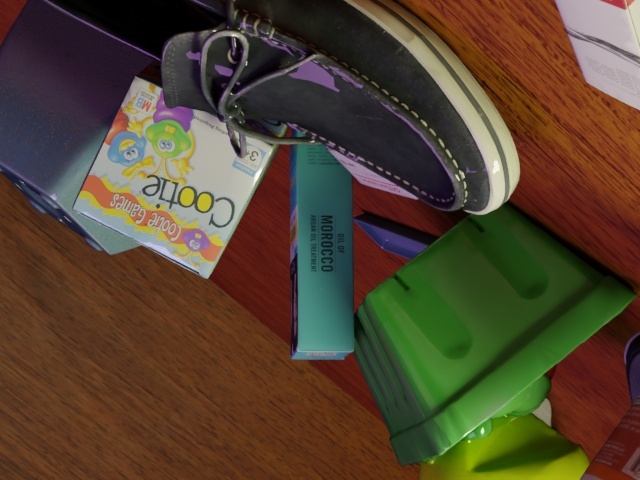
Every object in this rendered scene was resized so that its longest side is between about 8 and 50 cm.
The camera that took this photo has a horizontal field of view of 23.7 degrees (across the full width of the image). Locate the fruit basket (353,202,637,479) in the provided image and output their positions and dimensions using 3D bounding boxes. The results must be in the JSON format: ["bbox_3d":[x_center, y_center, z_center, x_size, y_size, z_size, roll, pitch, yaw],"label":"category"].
[{"bbox_3d":[0.192,0.179,1.568,0.392,0.283,0.392,51,171,12],"label":"fruit basket"}]

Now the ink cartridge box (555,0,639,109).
[{"bbox_3d":[0.168,-0.141,0.776,0.056,0.099,0.135,31,167,33],"label":"ink cartridge box"}]

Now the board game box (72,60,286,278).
[{"bbox_3d":[-0.119,-0.094,1.483,0.144,0.142,0.275,27,-163,-3],"label":"board game box"}]

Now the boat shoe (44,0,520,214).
[{"bbox_3d":[-0.061,-0.160,1.271,0.500,0.156,0.187,36,158,9],"label":"boat shoe"}]

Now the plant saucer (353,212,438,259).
[{"bbox_3d":[0.112,0.006,1.836,0.067,0.018,0.192,44,169,-32],"label":"plant saucer"}]

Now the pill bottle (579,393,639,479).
[{"bbox_3d":[0.315,0.150,1.231,0.121,0.216,0.121,37,170,8],"label":"pill bottle"}]

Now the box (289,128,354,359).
[{"bbox_3d":[0.000,0.000,1.600,0.060,0.244,0.100,1,171,-5],"label":"box"}]

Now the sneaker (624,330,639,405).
[{"bbox_3d":[0.323,0.197,1.386,0.153,0.101,0.269,11,-125,-49],"label":"sneaker"}]

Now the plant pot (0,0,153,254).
[{"bbox_3d":[-0.243,-0.137,1.755,0.247,0.252,0.248,32,168,33],"label":"plant pot"}]

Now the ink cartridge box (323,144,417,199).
[{"bbox_3d":[0.051,-0.100,1.458,0.180,0.060,0.104,44,168,-30],"label":"ink cartridge box"}]

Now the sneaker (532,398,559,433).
[{"bbox_3d":[0.246,0.253,2.215,0.169,0.108,0.292,30,169,21],"label":"sneaker"}]
